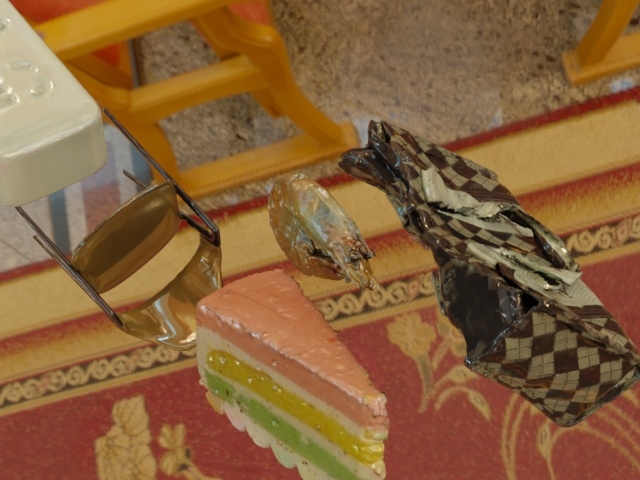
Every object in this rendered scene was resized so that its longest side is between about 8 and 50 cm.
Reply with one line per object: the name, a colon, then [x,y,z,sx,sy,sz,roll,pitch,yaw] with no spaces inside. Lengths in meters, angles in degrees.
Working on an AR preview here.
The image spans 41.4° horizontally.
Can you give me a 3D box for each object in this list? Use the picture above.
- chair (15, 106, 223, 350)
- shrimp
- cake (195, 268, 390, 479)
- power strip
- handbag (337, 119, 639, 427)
chair: [-0.225,0.002,1.006,0.159,0.172,0.247,-41,67,-19]
shrimp: [0.002,0.000,0.978,0.051,0.115,0.217,-18,39,-30]
cake: [-0.027,0.112,0.625,0.090,0.109,0.225,-10,25,-20]
power strip: [-0.301,-0.181,0.660,0.091,0.062,0.385,-30,64,-29]
handbag: [0.209,0.025,1.136,0.180,0.317,0.416,-45,45,18]
